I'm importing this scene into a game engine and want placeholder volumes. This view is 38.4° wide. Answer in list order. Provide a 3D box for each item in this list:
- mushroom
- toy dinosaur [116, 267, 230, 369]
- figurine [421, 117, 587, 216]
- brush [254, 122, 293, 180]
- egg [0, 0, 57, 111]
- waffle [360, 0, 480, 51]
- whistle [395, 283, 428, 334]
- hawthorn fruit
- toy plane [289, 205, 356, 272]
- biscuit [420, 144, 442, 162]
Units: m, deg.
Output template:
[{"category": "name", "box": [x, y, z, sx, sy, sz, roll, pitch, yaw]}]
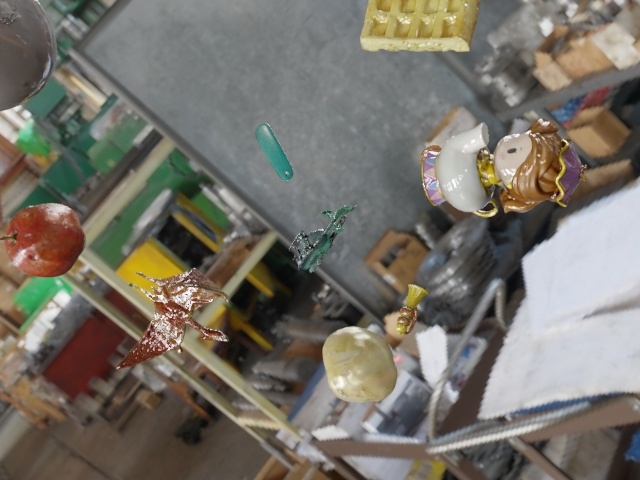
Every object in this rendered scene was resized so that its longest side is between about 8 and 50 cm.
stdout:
[{"category": "mushroom", "box": [0.069, 0.220, 1.620, 0.148, 0.148, 0.112, -59, -1, -39]}, {"category": "toy dinosaur", "box": [-0.296, 0.152, 1.744, 0.327, 0.206, 0.113, -14, 27, 38]}, {"category": "figurine", "box": [0.309, -0.120, 1.541, 0.264, 0.189, 0.142, -5, 44, 27]}, {"category": "brush", "box": [-0.096, -0.191, 2.027, 0.043, 0.032, 0.193, -41, 50, 13]}, {"category": "egg", "box": [-0.342, -0.198, 0.904, 0.146, 0.146, 0.199, -46, -11, 11]}, {"category": "waffle", "box": [0.233, -0.531, 2.186, 0.274, 0.057, 0.167, 6, 69, 21]}, {"category": "whistle", "box": [0.188, 0.152, 1.962, 0.057, 0.046, 0.109, 81, -147, -79]}, {"category": "hawthorn fruit", "box": [-0.658, -0.003, 2.146, 0.179, 0.200, 0.179, -9, 77, 46]}, {"category": "toy plane", "box": [0.000, 0.000, 2.123, 0.235, 0.096, 0.060, -56, 48, 40]}, {"category": "biscuit", "box": [0.295, -0.198, 2.315, 0.078, 0.091, 0.015, -33, 5, 9]}]
